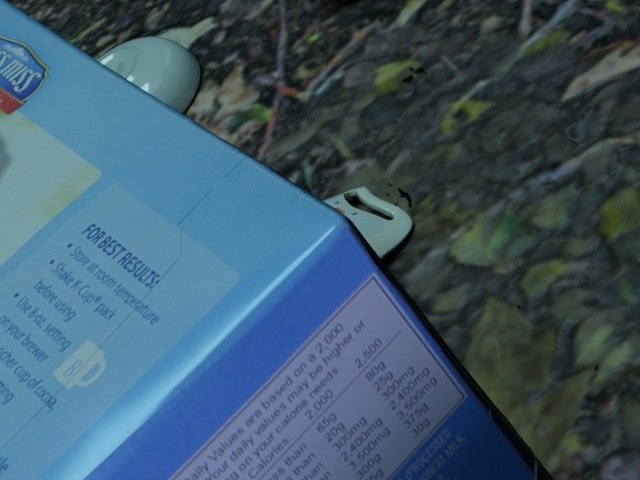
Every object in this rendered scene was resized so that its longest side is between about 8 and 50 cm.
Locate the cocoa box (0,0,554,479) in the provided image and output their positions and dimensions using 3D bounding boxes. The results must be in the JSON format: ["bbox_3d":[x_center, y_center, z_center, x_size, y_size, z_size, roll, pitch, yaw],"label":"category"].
[{"bbox_3d":[-0.101,0.080,0.738,0.231,0.228,0.347,-45,37,-9],"label":"cocoa box"}]

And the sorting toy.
[{"bbox_3d":[0.000,0.000,0.906,0.075,0.045,0.083,-29,33,-21],"label":"sorting toy"}]

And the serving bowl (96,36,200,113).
[{"bbox_3d":[-0.108,-0.084,1.086,0.083,0.027,0.083,-23,39,20],"label":"serving bowl"}]

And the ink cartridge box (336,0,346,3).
[{"bbox_3d":[0.067,-0.296,1.089,0.165,0.065,0.333,-37,30,46],"label":"ink cartridge box"}]
